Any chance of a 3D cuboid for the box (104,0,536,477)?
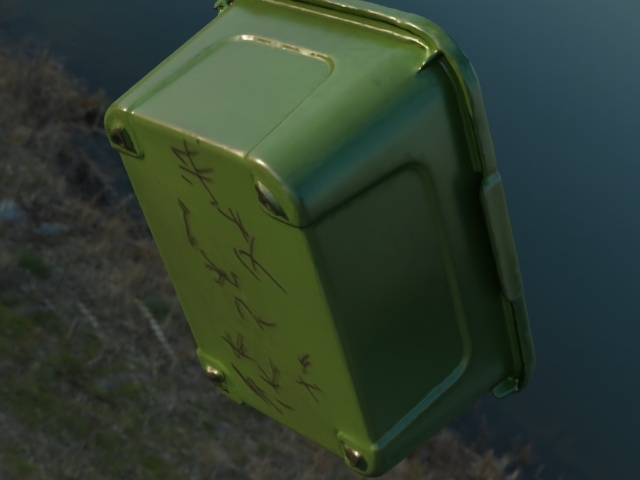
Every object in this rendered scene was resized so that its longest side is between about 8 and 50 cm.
[{"bbox_3d":[0.000,0.000,0.953,0.252,0.329,0.178,20,52,42],"label":"box"}]
